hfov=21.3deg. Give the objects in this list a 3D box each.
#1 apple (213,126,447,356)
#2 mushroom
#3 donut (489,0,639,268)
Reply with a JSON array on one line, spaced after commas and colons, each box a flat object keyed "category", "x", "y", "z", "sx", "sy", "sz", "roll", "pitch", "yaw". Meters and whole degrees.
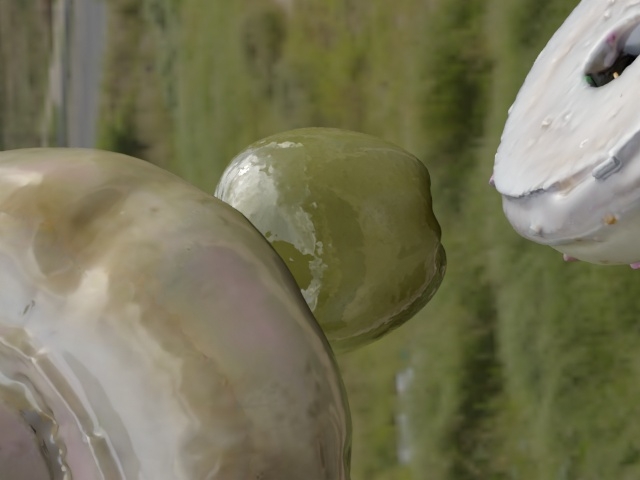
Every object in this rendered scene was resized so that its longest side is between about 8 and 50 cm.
[{"category": "apple", "x": 0.000, "y": 0.000, "z": 1.335, "sx": 0.200, "sy": 0.200, "sz": 0.200, "roll": 177, "pitch": 90, "yaw": -74}, {"category": "mushroom", "x": -0.174, "y": 0.123, "z": 0.948, "sx": 0.325, "sy": 0.353, "sz": 0.353, "roll": 51, "pitch": 142, "yaw": 44}, {"category": "donut", "x": 0.324, "y": -0.137, "z": 1.590, "sx": 0.382, "sy": 0.142, "sz": 0.382, "roll": -47, "pitch": 20, "yaw": 22}]
